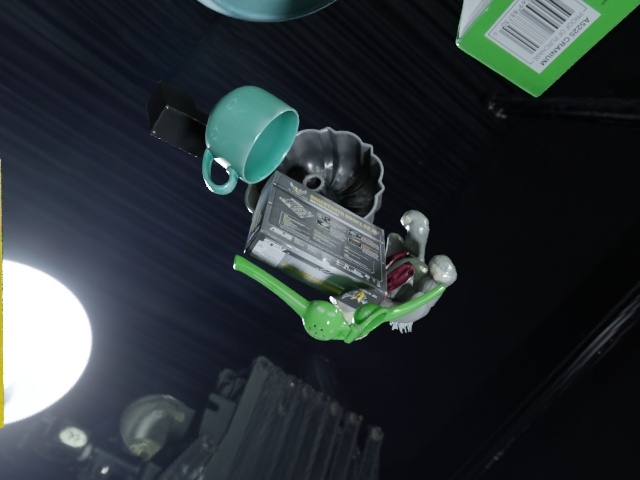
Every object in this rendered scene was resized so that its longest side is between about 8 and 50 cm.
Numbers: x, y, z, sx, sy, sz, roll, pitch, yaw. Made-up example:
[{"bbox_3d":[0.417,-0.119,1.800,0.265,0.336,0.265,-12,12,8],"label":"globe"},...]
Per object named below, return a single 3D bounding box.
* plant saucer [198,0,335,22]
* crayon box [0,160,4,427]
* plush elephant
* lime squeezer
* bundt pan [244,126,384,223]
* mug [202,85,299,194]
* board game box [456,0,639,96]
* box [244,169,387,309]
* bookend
[{"bbox_3d":[-0.049,-0.395,0.729,0.317,0.317,0.044,-33,-117,40],"label":"plant saucer"},{"bbox_3d":[-0.546,0.065,0.648,0.106,0.312,0.363,35,-60,56],"label":"crayon box"},{"bbox_3d":[0.137,0.101,1.375,0.272,0.255,0.330,-102,-161,-49],"label":"plush elephant"},{"bbox_3d":[0.036,0.090,0.753,0.110,0.310,0.059,-106,-152,-56],"label":"lime squeezer"},{"bbox_3d":[-0.006,-0.104,1.333,0.330,0.124,0.331,-5,-120,9],"label":"bundt pan"},{"bbox_3d":[-0.117,-0.158,0.832,0.157,0.097,0.130,-41,161,-42],"label":"mug"},{"bbox_3d":[0.196,-0.274,0.343,0.242,0.064,0.317,-47,-161,49],"label":"board game box"},{"bbox_3d":[0.000,0.000,0.927,0.056,0.231,0.183,-52,-161,32],"label":"box"},{"bbox_3d":[-0.285,-0.254,1.205,0.072,0.156,0.157,-53,-144,19],"label":"bookend"}]
